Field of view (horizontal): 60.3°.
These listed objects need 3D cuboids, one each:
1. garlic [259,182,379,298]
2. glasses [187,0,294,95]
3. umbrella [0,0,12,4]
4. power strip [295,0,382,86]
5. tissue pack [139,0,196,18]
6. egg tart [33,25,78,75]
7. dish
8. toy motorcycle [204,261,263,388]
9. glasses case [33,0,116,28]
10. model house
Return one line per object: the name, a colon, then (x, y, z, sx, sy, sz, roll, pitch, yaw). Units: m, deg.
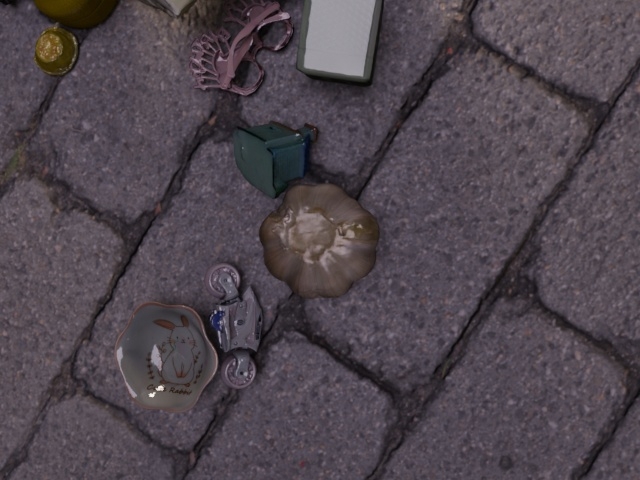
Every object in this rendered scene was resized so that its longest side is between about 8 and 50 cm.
garlic: (0.000, 0.004, 1.044, 0.227, 0.152, 0.228, 0, 90, 14)
glasses: (-0.169, -0.398, 1.084, 0.162, 0.095, 0.255, 37, 92, 12)
umbrella: (-0.749, -0.529, 1.135, 0.357, 0.113, 0.106, -11, 63, 11)
power strip: (0.043, -0.410, 1.019, 0.139, 0.140, 0.225, 10, 102, 6)
tissue pack: (-0.221, -0.592, 0.949, 0.380, 0.297, 0.207, -47, 130, -2)
egg tart: (-0.557, -0.397, 1.149, 0.105, 0.039, 0.105, 0, 93, 4)
dish: (-0.297, 0.230, 1.115, 0.229, 0.081, 0.230, 0, 89, 16)
toy motorcycle: (-0.166, 0.167, 1.102, 0.112, 0.112, 0.255, -11, 89, 6)
glasses case: (-0.495, -0.623, 1.086, 0.173, 0.141, 0.372, -5, 91, 5)
model house: (-0.072, -0.174, 1.072, 0.148, 0.148, 0.120, -25, 130, -29)
